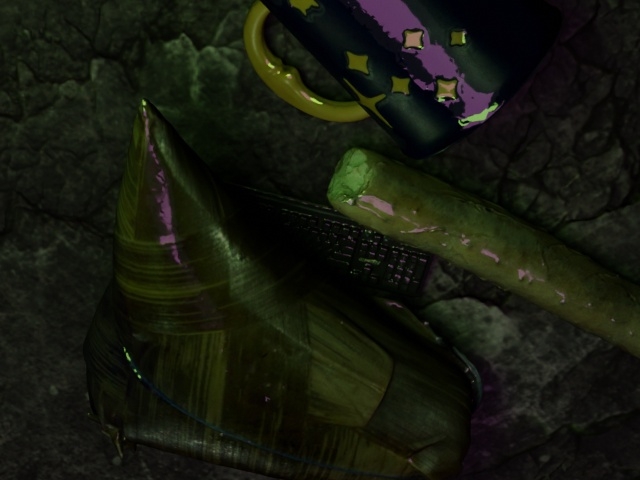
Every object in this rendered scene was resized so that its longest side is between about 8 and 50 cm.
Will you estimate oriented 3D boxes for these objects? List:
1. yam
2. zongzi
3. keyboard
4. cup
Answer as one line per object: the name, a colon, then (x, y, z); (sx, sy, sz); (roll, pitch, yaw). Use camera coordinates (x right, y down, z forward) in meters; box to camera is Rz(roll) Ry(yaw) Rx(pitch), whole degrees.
yam: (0.183, 0.013, 1.125); (0.372, 0.083, 0.083); (25, 121, -12)
zongzi: (-0.012, 0.069, 1.067); (0.404, 0.207, 0.432); (15, 140, -3)
keyboard: (0.000, 0.000, 1.170); (0.230, 0.025, 0.093); (13, 125, -1)
cup: (0.018, -0.191, 0.961); (0.256, 0.178, 0.255); (43, 116, -16)
